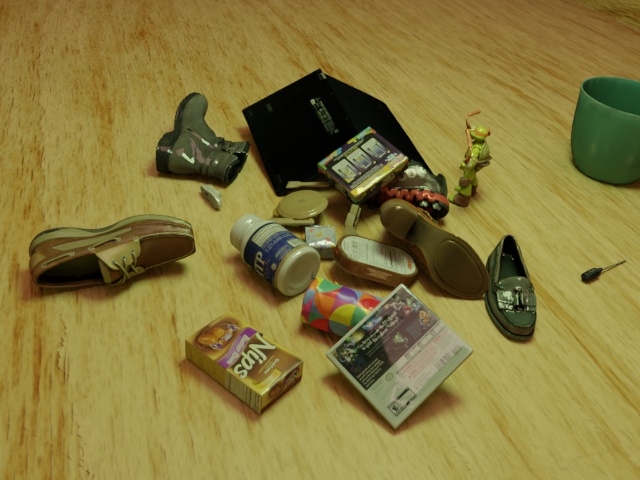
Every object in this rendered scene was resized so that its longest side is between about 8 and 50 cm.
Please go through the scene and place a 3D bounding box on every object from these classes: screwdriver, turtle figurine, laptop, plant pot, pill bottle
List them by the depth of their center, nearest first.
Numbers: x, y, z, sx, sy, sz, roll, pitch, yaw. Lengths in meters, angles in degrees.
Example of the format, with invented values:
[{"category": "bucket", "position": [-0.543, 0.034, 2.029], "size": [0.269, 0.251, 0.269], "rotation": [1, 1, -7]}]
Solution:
[{"category": "pill bottle", "position": [-0.100, 0.023, 1.287], "size": [0.112, 0.112, 0.186], "rotation": [-26, 46, -36]}, {"category": "screwdriver", "position": [0.655, 0.064, 1.426], "size": [0.169, 0.024, 0.025], "rotation": [-15, 12, -37]}, {"category": "turtle figurine", "position": [0.397, -0.212, 1.594], "size": [0.087, 0.218, 0.270], "rotation": [12, 36, 8]}, {"category": "laptop", "position": [0.045, -0.278, 1.753], "size": [0.407, 0.236, 0.382], "rotation": [-27, 50, 3]}, {"category": "plant pot", "position": [0.863, -0.306, 1.779], "size": [0.292, 0.235, 0.293], "rotation": [4, 36, -3]}]

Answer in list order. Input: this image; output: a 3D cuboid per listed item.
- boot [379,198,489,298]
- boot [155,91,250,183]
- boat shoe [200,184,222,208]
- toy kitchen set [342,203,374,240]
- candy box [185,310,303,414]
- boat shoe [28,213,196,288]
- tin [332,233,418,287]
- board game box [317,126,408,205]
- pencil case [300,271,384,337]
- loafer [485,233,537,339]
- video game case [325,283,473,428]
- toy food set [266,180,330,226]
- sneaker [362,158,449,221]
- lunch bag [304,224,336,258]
[{"category": "boot", "position": [0.249, 0.008, 1.382], "size": [0.283, 0.109, 0.220], "rotation": [34, 11, 3]}, {"category": "boot", "position": [-0.295, -0.273, 1.685], "size": [0.222, 0.118, 0.338], "rotation": [10, 47, 0]}, {"category": "boat shoe", "position": [-0.260, -0.111, 1.515], "size": [0.035, 0.035, 0.100], "rotation": [-19, 36, -27]}, {"category": "toy kitchen set", "position": [0.099, -0.030, 1.433], "size": [0.075, 0.083, 0.068], "rotation": [15, -5, 12]}, {"category": "candy box", "position": [-0.134, 0.207, 1.079], "size": [0.186, 0.053, 0.109], "rotation": [29, 41, 27]}, {"category": "boat shoe", "position": [-0.411, 0.038, 1.229], "size": [0.323, 0.123, 0.120], "rotation": [-9, 43, -7]}, {"category": "tin", "position": [0.120, 0.043, 1.322], "size": [0.189, 0.040, 0.106], "rotation": [16, 39, -10]}, {"category": "board game box", "position": [0.102, -0.179, 1.484], "size": [0.170, 0.048, 0.141], "rotation": [-37, 63, -15]}, {"category": "pencil case", "position": [0.076, 0.140, 1.166], "size": [0.236, 0.105, 0.104], "rotation": [20, 38, 16]}, {"category": "loafer", "position": [0.397, 0.088, 1.293], "size": [0.096, 0.084, 0.268], "rotation": [6, 36, 1]}, {"category": "video game case", "position": [0.135, 0.194, 1.065], "size": [0.190, 0.022, 0.173], "rotation": [-41, 66, -12]}, {"category": "toy food set", "position": [-0.046, -0.078, 1.476], "size": [0.132, 0.039, 0.192], "rotation": [2, 36, 16]}, {"category": "sneaker", "position": [0.191, -0.141, 1.542], "size": [0.275, 0.098, 0.135], "rotation": [13, 65, 6]}, {"category": "lunch bag", "position": [0.000, 0.000, 1.385], "size": [0.071, 0.053, 0.083], "rotation": [0, 46, -5]}]
